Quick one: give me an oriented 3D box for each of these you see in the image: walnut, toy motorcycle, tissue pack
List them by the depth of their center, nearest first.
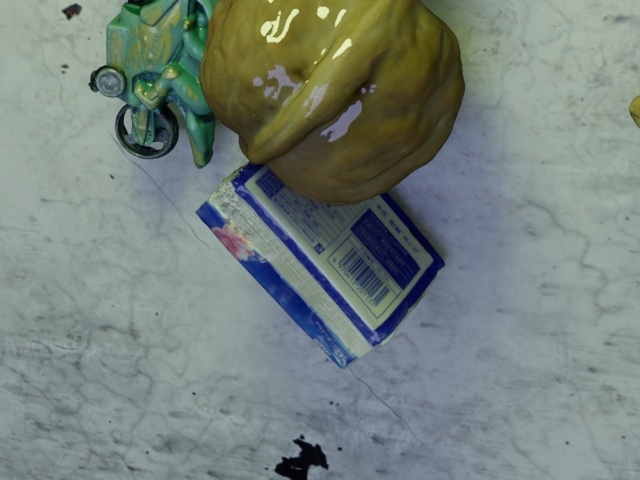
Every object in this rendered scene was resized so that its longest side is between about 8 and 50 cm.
[{"bbox_3d":[0.012,-0.186,1.590,0.296,0.285,0.285,43,127,-13],"label":"walnut"},{"bbox_3d":[0.000,0.000,1.745,0.269,0.209,0.137,48,128,-6],"label":"tissue pack"},{"bbox_3d":[-0.176,-0.231,1.776,0.198,0.109,0.296,11,120,8],"label":"toy motorcycle"}]

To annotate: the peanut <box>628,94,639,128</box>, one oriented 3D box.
[{"bbox_3d":[0.420,-0.128,1.552,0.174,0.080,0.080,14,123,17],"label":"peanut"}]
